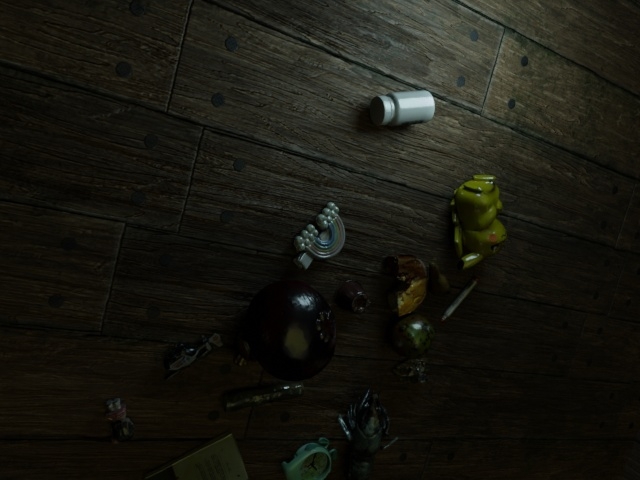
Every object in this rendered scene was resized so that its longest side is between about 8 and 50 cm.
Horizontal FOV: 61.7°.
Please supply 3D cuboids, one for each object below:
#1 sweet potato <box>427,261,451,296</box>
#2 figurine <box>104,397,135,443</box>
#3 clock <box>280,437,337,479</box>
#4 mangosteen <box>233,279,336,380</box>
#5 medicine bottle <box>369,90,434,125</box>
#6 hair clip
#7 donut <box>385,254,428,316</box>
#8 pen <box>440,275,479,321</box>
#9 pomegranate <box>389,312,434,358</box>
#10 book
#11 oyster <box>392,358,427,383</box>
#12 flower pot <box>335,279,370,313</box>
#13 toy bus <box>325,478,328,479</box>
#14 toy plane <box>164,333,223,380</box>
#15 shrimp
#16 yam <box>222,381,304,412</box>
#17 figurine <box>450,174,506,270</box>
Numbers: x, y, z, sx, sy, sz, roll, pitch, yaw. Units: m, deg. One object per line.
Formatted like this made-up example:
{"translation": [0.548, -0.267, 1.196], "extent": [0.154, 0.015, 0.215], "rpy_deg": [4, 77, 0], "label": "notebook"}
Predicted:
{"translation": [0.408, 0.147, 1.878], "extent": [0.075, 0.074, 0.269], "rpy_deg": [-52, 145, -7], "label": "sweet potato"}
{"translation": [-0.570, 0.510, 1.505], "extent": [0.072, 0.054, 0.129], "rpy_deg": [-20, 109, -17], "label": "figurine"}
{"translation": [-0.031, 0.766, 1.838], "extent": [0.188, 0.060, 0.148], "rpy_deg": [-37, 115, -15], "label": "clock"}
{"translation": [-0.096, 0.265, 1.576], "extent": [0.296, 0.293, 0.298], "rpy_deg": [11, 72, -37], "label": "mangosteen"}
{"translation": [0.254, -0.410, 1.668], "extent": [0.186, 0.102, 0.103], "rpy_deg": [-11, 107, -24], "label": "medicine bottle"}
{"translation": [0.000, 0.000, 1.677], "extent": [0.220, 0.054, 0.140], "rpy_deg": [-46, 111, -14], "label": "hair clip"}
{"translation": [0.287, 0.140, 1.832], "extent": [0.141, 0.085, 0.218], "rpy_deg": [-8, 107, -26], "label": "donut"}
{"translation": [0.520, 0.222, 2.004], "extent": [0.218, 0.026, 0.026], "rpy_deg": [-48, 118, -9], "label": "pen"}
{"translation": [0.324, 0.342, 1.871], "extent": [0.159, 0.159, 0.205], "rpy_deg": [-50, 144, -8], "label": "pomegranate"}
{"translation": [-0.381, 0.739, 1.672], "extent": [0.289, 0.026, 0.202], "rpy_deg": [-21, 111, -21], "label": "book"}
{"translation": [0.330, 0.483, 1.959], "extent": [0.148, 0.051, 0.103], "rpy_deg": [-1, 96, -16], "label": "oyster"}
{"translation": [0.115, 0.193, 1.754], "extent": [0.111, 0.089, 0.112], "rpy_deg": [-7, 105, -25], "label": "flower pot"}
{"translation": [0.049, 0.946, 1.901], "extent": [0.088, 0.101, 0.175], "rpy_deg": [-39, 118, -13], "label": "toy bus"}
{"translation": [-0.381, 0.329, 1.561], "extent": [0.197, 0.053, 0.078], "rpy_deg": [-32, 123, -16], "label": "toy plane"}
{"translation": [0.161, 0.689, 1.869], "extent": [0.221, 0.166, 0.411], "rpy_deg": [9, 94, -1], "label": "shrimp"}
{"translation": [-0.176, 0.493, 1.699], "extent": [0.273, 0.061, 0.061], "rpy_deg": [-3, 104, -27], "label": "yam"}
{"translation": [0.549, -0.055, 1.868], "extent": [0.218, 0.169, 0.327], "rpy_deg": [-31, 110, -43], "label": "figurine"}
